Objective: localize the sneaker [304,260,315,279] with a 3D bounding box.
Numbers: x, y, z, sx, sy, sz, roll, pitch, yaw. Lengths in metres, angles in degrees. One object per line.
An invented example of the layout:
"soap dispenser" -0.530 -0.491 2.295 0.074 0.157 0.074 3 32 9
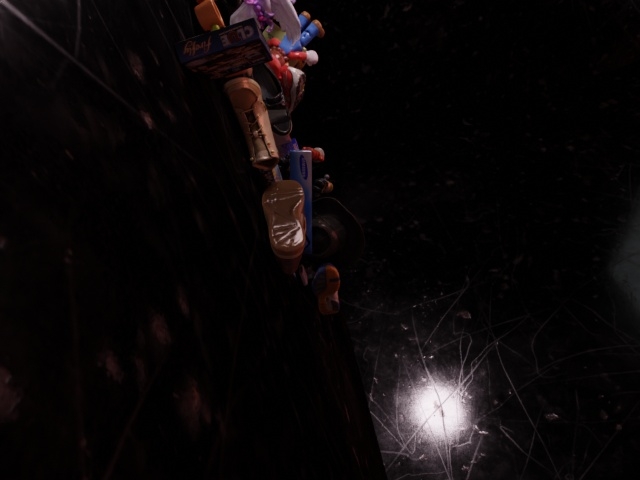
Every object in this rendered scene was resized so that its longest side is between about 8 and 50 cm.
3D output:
"sneaker" -0.044 0.115 1.833 0.098 0.038 0.069 -11 84 -87

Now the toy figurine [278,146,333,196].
"toy figurine" -0.068 -0.268 1.886 0.148 0.213 0.209 -24 96 -72

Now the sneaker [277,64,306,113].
"sneaker" -0.134 -0.621 1.892 0.119 0.107 0.279 32 -23 1

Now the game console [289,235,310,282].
"game console" -0.069 0.046 1.413 0.144 0.085 0.124 64 10 -65

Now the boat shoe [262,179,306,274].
"boat shoe" -0.096 -0.044 1.311 0.341 0.124 0.123 -103 -172 -48

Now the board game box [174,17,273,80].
"board game box" -0.197 -0.406 0.998 0.243 0.165 0.042 -87 159 -78

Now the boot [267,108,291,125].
"boot" -0.182 -0.468 1.715 0.197 0.137 0.076 -105 175 -47

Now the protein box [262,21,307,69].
"protein box" -0.193 -0.810 2.051 0.200 0.201 0.136 39 4 1

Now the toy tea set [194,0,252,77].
"toy tea set" -0.252 -0.598 1.213 0.200 0.125 0.335 -98 166 -71

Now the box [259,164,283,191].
"box" -0.148 -0.167 1.539 0.233 0.044 0.159 -94 167 -75

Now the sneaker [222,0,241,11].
"sneaker" -0.367 -0.961 1.770 0.234 0.078 0.106 57 19 -65

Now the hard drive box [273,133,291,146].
"hard drive box" -0.215 -0.557 2.011 0.181 0.089 0.231 60 13 -70

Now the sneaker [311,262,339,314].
"sneaker" 0.018 0.173 1.866 0.296 0.112 0.130 89 -4 -47

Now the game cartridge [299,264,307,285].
"game cartridge" -0.062 0.129 1.684 0.083 0.017 0.055 -98 166 -68

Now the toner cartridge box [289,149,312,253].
"toner cartridge box" -0.067 -0.139 1.604 0.165 0.075 0.347 -103 -168 -77

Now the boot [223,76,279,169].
"boot" -0.191 -0.325 1.318 0.262 0.095 0.203 68 7 -78

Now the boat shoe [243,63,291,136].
"boat shoe" -0.199 -0.569 1.798 0.339 0.127 0.113 69 -16 -15

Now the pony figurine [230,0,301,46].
"pony figurine" -0.221 -0.920 1.769 0.350 0.303 0.363 64 32 -30

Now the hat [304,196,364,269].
"hat" 0.000 0.000 1.776 0.134 0.332 0.330 -35 114 -44

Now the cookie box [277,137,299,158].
"cookie box" -0.151 -0.406 2.104 0.040 0.107 0.091 36 37 -84

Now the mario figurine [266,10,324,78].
"mario figurine" -0.136 -0.788 1.929 0.170 0.320 0.198 45 -1 -43
